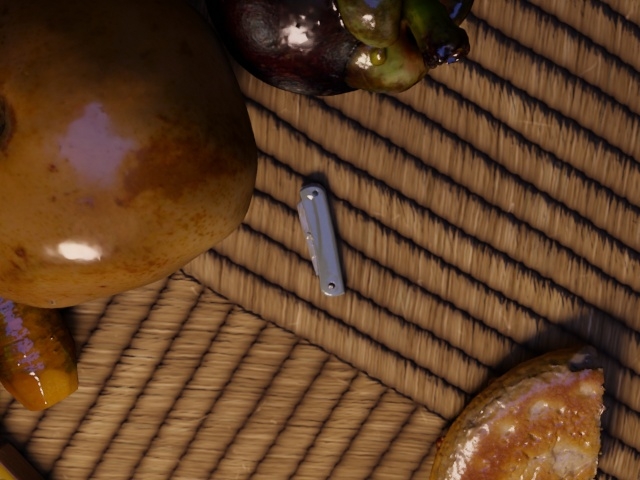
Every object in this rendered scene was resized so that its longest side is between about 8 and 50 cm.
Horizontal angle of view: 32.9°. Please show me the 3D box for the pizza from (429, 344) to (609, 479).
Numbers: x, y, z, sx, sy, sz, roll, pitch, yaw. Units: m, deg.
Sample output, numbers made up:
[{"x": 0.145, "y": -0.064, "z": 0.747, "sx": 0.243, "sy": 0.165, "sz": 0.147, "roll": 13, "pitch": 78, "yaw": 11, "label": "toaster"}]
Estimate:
[{"x": 0.294, "y": 0.291, "z": 1.528, "sx": 0.226, "sy": 0.086, "sz": 0.335, "roll": 37, "pitch": 102, "yaw": -15, "label": "pizza"}]

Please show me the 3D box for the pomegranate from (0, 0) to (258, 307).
[{"x": -0.271, "y": -0.112, "z": 1.263, "sx": 0.416, "sy": 0.417, "sz": 0.417, "roll": 0, "pitch": 105, "yaw": -2, "label": "pomegranate"}]

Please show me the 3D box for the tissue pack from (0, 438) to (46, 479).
[{"x": -0.440, "y": 0.384, "z": 1.528, "sx": 0.120, "sy": 0.082, "sz": 0.169, "roll": -37, "pitch": 103, "yaw": 8, "label": "tissue pack"}]

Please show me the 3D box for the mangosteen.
[{"x": 0.019, "y": -0.318, "z": 1.245, "sx": 0.330, "sy": 0.330, "sz": 0.330, "roll": 0, "pitch": 105, "yaw": -2, "label": "mangosteen"}]

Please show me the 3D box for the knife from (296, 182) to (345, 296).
[{"x": 0.000, "y": 0.000, "z": 1.473, "sx": 0.044, "sy": 0.023, "sz": 0.162, "roll": -12, "pitch": 104, "yaw": -1, "label": "knife"}]

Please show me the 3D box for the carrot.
[{"x": -0.413, "y": 0.076, "z": 1.435, "sx": 0.114, "sy": 0.114, "sz": 0.302, "roll": -21, "pitch": 101, "yaw": 4, "label": "carrot"}]
